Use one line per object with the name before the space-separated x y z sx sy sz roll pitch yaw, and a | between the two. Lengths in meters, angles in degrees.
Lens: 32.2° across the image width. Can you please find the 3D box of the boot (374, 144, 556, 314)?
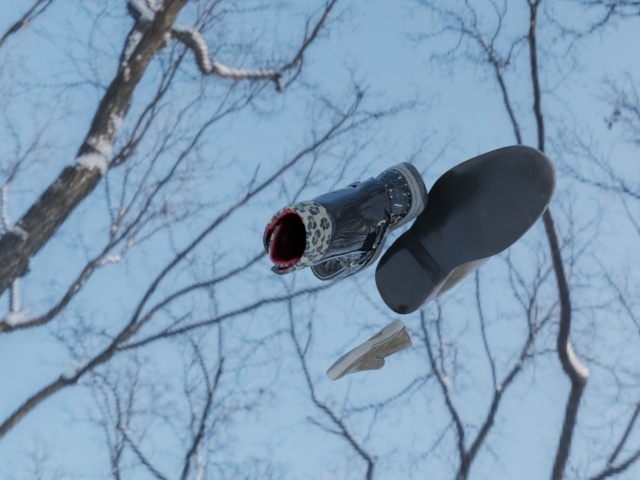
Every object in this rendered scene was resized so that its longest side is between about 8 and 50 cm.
boot | 0.186 -0.022 1.310 0.112 0.115 0.305 60 -41 14

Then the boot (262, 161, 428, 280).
boot | 0.000 -0.002 1.289 0.085 0.178 0.236 61 -37 12

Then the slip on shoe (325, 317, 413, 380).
slip on shoe | 0.065 0.147 1.408 0.041 0.135 0.051 56 -40 3
